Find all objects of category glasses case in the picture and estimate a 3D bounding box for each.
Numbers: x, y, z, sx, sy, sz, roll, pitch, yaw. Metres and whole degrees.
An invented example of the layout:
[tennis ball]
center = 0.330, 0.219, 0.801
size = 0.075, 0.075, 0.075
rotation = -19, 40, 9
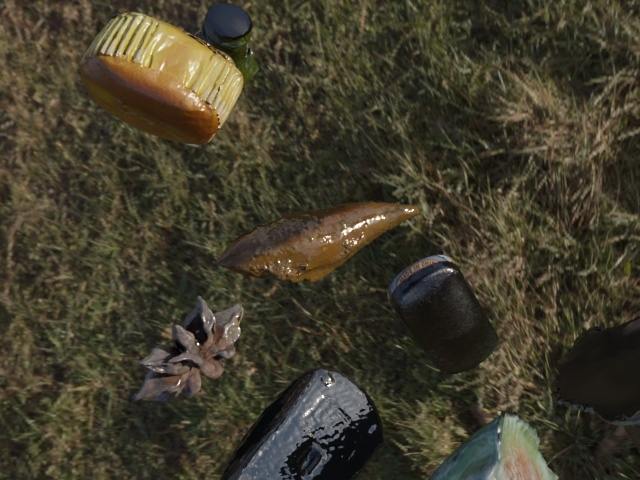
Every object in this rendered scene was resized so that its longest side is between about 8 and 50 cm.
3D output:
[glasses case]
center = 0.209, 0.130, 1.408
size = 0.122, 0.321, 0.082
rotation = -34, 49, 4

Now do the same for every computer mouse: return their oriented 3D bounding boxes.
[computer mouse]
center = -0.037, 0.274, 1.015
size = 0.137, 0.086, 0.270
rotation = 48, 57, -8

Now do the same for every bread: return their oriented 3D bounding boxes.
[bread]
center = -0.202, -0.195, 1.065
size = 0.190, 0.132, 0.114
rotation = 28, 62, -13

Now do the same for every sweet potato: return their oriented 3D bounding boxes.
[sweet potato]
center = 0.000, 0.000, 0.791
size = 0.205, 0.060, 0.068
rotation = -20, 87, -18

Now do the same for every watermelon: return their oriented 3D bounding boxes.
[watermelon]
center = 0.086, 0.160, 0.367
size = 0.071, 0.187, 0.139
rotation = -24, 47, 13

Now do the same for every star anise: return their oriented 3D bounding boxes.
[star anise]
center = -0.172, 0.161, 1.168
size = 0.065, 0.182, 0.195
rotation = 36, 74, 22

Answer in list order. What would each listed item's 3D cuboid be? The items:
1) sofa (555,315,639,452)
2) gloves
[sofa]
center = 0.375, 0.196, 0.886
size = 0.182, 0.258, 0.200
rotation = -34, 99, 4
[gloves]
center = -0.169, -0.285, 1.375
size = 0.135, 0.268, 0.107
rotation = 13, 77, -10
